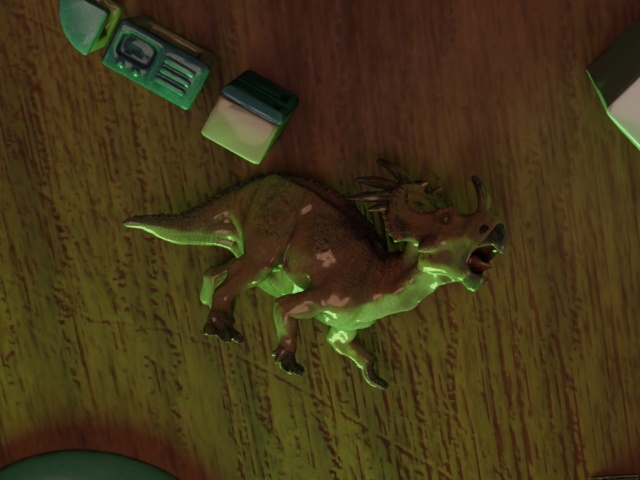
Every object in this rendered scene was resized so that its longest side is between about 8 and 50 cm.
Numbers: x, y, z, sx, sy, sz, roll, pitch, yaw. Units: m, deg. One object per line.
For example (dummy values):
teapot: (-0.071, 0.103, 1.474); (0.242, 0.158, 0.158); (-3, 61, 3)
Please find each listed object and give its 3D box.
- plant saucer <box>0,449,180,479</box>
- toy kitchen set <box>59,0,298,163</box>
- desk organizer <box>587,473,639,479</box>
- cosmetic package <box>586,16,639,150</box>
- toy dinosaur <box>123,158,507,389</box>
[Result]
plant saucer: (-0.216, 0.349, 1.342); (0.317, 0.044, 0.318); (1, 101, 5)
toy kitchen set: (-0.094, -0.188, 1.166); (0.207, 0.122, 0.166); (28, 105, -2)
desk organizer: (0.262, 0.274, 1.278); (0.047, 0.050, 0.130); (-5, 103, 7)
cosmetic package: (0.327, -0.080, 1.098); (0.224, 0.225, 0.138); (45, 103, -5)
toy dinosaur: (0.000, 0.000, 1.209); (0.295, 0.127, 0.200); (24, 97, 12)
